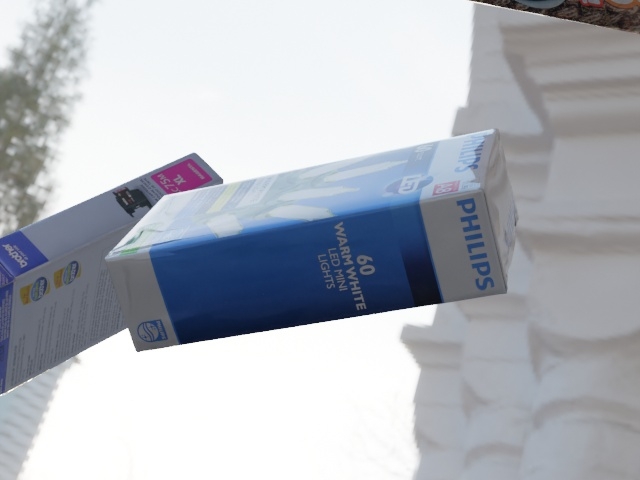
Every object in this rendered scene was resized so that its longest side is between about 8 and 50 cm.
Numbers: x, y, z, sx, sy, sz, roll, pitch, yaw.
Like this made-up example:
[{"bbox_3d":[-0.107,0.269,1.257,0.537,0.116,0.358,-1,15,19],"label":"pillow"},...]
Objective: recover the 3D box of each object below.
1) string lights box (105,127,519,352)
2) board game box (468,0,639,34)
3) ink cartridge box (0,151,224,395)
[{"bbox_3d":[0.000,0.000,0.864,0.260,0.133,0.076,-11,-71,16],"label":"string lights box"},{"bbox_3d":[0.120,-0.253,0.676,0.291,0.141,0.232,19,-30,35],"label":"board game box"},{"bbox_3d":[-0.244,0.040,1.276,0.065,0.311,0.185,42,-40,21],"label":"ink cartridge box"}]
